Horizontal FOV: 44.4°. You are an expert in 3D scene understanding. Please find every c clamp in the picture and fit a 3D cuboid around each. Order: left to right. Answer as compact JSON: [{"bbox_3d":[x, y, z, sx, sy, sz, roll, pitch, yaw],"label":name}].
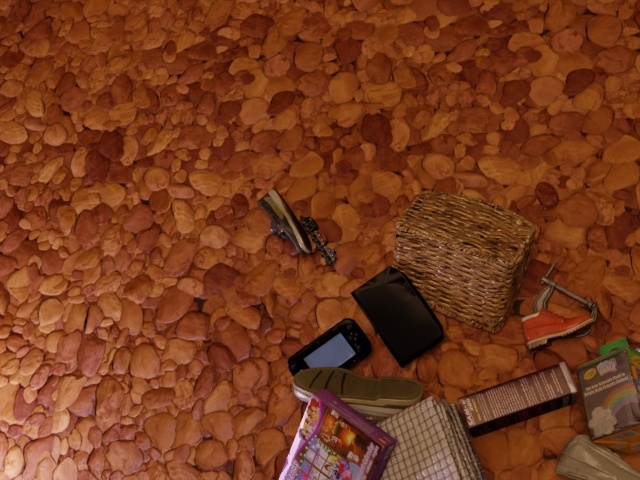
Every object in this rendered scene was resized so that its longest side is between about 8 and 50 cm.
[{"bbox_3d":[0.562,0.139,1.789,0.161,0.022,0.137,37,83,25],"label":"c clamp"}]

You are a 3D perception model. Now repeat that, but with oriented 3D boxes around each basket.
[{"bbox_3d":[0.336,0.037,1.860,0.299,0.223,0.213,20,43,23],"label":"basket"}]

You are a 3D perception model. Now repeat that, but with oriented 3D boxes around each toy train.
[{"bbox_3d":[0.000,0.000,2.012,0.036,0.027,0.158,-28,62,-8],"label":"toy train"}]

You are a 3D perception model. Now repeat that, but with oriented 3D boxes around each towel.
[{"bbox_3d":[0.223,0.496,1.651,0.235,0.121,0.283,-38,57,32],"label":"towel"}]

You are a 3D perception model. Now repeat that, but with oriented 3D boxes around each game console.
[{"bbox_3d":[0.094,0.238,1.849,0.361,0.044,0.213,-36,82,8],"label":"game console"}]

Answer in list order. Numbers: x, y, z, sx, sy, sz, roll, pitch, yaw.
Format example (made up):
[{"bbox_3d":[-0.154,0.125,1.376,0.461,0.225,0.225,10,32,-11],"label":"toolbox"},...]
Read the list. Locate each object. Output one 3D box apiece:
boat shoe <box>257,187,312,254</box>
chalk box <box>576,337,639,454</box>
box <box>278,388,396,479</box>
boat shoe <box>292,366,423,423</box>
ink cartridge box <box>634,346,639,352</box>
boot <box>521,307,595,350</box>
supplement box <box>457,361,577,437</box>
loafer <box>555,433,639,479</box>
[{"bbox_3d":[-0.095,-0.039,2.031,0.073,0.080,0.223,-35,58,6],"label":"boat shoe"},{"bbox_3d":[0.625,0.308,1.607,0.132,0.132,0.213,-37,40,43],"label":"chalk box"},{"bbox_3d":[0.023,0.499,1.695,0.201,0.057,0.293,31,111,31],"label":"box"},{"bbox_3d":[0.082,0.365,1.781,0.302,0.103,0.113,6,32,18],"label":"boat shoe"},{"bbox_3d":[0.750,0.313,1.650,0.097,0.046,0.207,-20,64,6],"label":"ink cartridge box"},{"bbox_3d":[0.527,0.182,1.752,0.158,0.059,0.084,-21,66,18],"label":"boot"},{"bbox_3d":[0.423,0.345,1.687,0.239,0.130,0.073,-21,64,6],"label":"supplement box"},{"bbox_3d":[0.627,0.516,1.574,0.319,0.112,0.111,31,85,33],"label":"loafer"}]
